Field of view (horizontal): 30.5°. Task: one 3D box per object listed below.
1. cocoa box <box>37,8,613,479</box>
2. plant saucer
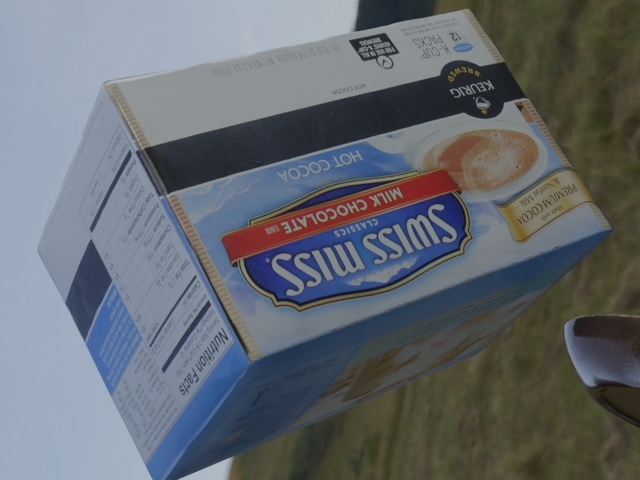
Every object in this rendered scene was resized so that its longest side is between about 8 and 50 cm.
[{"bbox_3d":[0.000,0.000,0.918,0.347,0.228,0.231,-17,-22,-33],"label":"cocoa box"},{"bbox_3d":[0.338,0.139,0.939,0.310,0.310,0.050,67,-136,-72],"label":"plant saucer"}]
